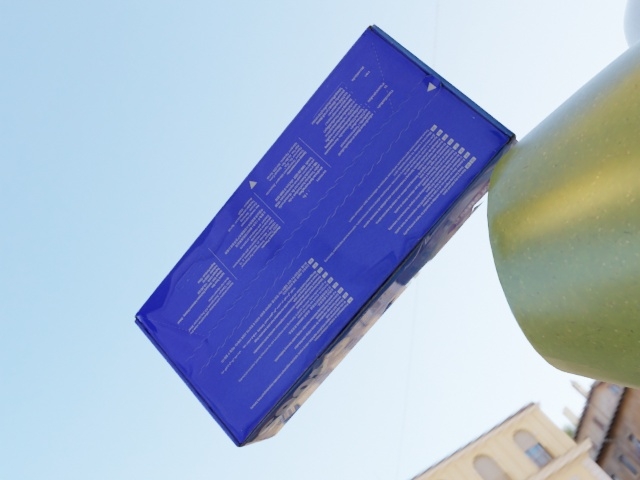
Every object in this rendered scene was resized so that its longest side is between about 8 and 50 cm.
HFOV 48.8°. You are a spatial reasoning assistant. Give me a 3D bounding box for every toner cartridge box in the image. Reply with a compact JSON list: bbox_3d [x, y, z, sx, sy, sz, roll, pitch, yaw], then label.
[{"bbox_3d":[0.000,0.000,0.632,0.348,0.165,0.075,-49,-21,10],"label":"toner cartridge box"}]

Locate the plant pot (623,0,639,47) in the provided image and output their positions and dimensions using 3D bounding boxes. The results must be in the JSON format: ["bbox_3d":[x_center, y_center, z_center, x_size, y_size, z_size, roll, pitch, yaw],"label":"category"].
[{"bbox_3d":[0.403,-0.248,0.656,0.256,0.256,0.274,-39,-1,-4],"label":"plant pot"}]

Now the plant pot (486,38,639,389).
[{"bbox_3d":[0.241,-0.028,0.332,0.293,0.275,0.274,-19,-24,39],"label":"plant pot"}]
